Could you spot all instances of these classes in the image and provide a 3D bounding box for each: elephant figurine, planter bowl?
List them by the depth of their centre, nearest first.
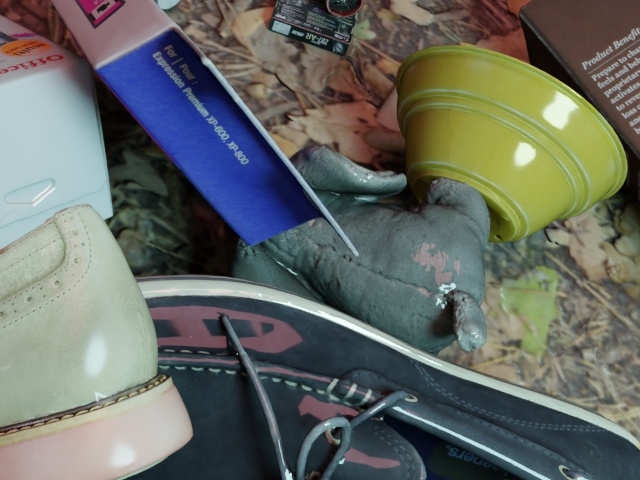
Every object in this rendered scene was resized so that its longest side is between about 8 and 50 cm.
[{"bbox_3d":[0.000,0.000,0.820,0.239,0.186,0.169,25,56,-7],"label":"elephant figurine"},{"bbox_3d":[0.140,-0.061,0.904,0.217,0.217,0.090,30,71,4],"label":"planter bowl"}]

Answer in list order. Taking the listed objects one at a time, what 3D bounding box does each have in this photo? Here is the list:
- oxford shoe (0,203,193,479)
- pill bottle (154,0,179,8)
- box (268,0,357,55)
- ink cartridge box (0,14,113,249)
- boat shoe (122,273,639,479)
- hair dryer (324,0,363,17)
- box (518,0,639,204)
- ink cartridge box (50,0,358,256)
[{"bbox_3d":[-0.263,0.078,0.575,0.397,0.140,0.146,-13,92,13],"label":"oxford shoe"},{"bbox_3d":[-0.169,-0.263,1.027,0.043,0.043,0.083,-29,68,-34],"label":"pill bottle"},{"bbox_3d":[-0.006,-0.228,1.075,0.083,0.018,0.067,17,51,-7],"label":"box"},{"bbox_3d":[-0.253,-0.079,0.765,0.128,0.127,0.176,-26,39,-34],"label":"ink cartridge box"},{"bbox_3d":[0.005,0.152,0.682,0.500,0.187,0.156,16,25,-13],"label":"boat shoe"},{"bbox_3d":[0.075,-0.321,1.125,0.223,0.080,0.293,36,47,8],"label":"hair dryer"},{"bbox_3d":[0.374,-0.111,1.003,0.191,0.143,0.381,-33,68,4],"label":"box"},{"bbox_3d":[-0.108,-0.113,0.763,0.069,0.176,0.371,-40,37,-2],"label":"ink cartridge box"}]
